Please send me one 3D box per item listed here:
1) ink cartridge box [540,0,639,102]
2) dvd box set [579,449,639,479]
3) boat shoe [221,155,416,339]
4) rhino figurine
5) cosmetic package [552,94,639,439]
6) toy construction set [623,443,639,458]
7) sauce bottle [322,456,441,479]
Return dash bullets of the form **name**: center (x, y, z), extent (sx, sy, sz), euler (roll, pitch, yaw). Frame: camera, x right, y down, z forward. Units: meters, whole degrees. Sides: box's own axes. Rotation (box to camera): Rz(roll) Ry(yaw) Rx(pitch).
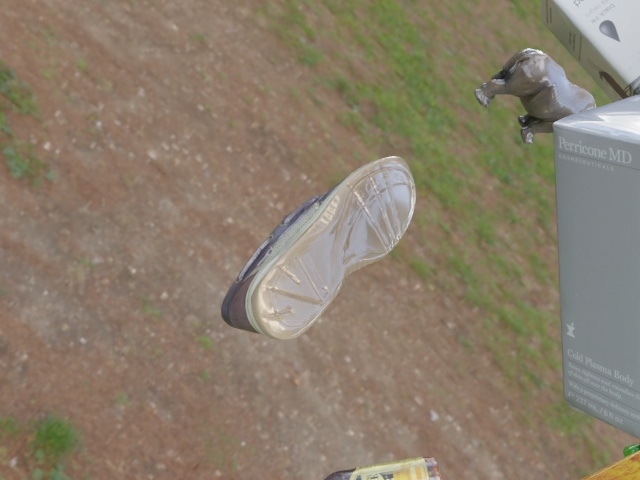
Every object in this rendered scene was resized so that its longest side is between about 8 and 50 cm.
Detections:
- **ink cartridge box**: center (0.392, -0.216, 1.042), extent (0.273, 0.197, 0.114), euler (53, 6, 15)
- **dvd box set**: center (0.476, 0.261, 0.920), extent (0.420, 0.062, 0.307), euler (-17, 31, -25)
- **boat shoe**: center (0.000, 0.000, 1.044), extent (0.285, 0.092, 0.103), euler (-47, 123, -38)
- **rhino figurine**: center (0.321, -0.181, 1.376), extent (0.243, 0.106, 0.073), euler (30, 38, -37)
- **cosmetic package**: center (0.251, 0.021, 0.730), extent (0.127, 0.107, 0.238), euler (21, -52, 56)
- **toy construction set**: center (0.573, 0.321, 1.403), extent (0.309, 0.237, 0.257), euler (67, 21, -2)
- **sauce bottle**: center (0.034, 0.204, 0.803), extent (0.042, 0.128, 0.042), euler (170, -90, -86)
